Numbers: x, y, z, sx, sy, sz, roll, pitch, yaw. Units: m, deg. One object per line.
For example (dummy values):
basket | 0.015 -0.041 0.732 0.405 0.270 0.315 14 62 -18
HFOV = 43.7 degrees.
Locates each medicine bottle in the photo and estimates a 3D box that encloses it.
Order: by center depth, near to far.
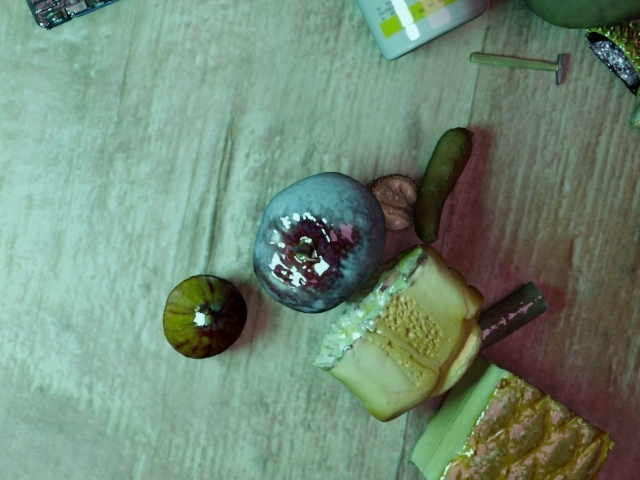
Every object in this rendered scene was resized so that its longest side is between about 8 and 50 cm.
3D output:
medicine bottle | 0.138 -0.520 1.441 0.208 0.208 0.340 -28 98 -7

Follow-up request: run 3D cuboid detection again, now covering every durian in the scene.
durian | 0.124 -0.078 1.535 0.140 0.071 0.110 12 93 -27
durian | 0.626 -0.387 1.581 0.108 0.119 0.187 -45 98 -1

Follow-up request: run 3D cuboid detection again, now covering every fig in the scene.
fig | -0.198 0.134 1.450 0.148 0.202 0.149 51 49 -22

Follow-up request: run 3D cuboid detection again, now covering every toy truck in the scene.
toy truck | -0.412 -0.441 1.409 0.201 0.088 0.074 -25 100 -4

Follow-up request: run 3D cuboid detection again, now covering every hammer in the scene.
hammer | 0.393 -0.351 1.596 0.198 0.013 0.062 4 93 -10

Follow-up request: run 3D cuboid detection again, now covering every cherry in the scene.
cherry | 0.000 0.000 1.408 0.218 0.296 0.255 29 107 2

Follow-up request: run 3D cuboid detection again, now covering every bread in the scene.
bread | 0.155 0.170 1.498 0.270 0.211 0.316 38 91 -20
bread | 0.365 0.406 1.543 0.279 0.207 0.279 30 87 -10

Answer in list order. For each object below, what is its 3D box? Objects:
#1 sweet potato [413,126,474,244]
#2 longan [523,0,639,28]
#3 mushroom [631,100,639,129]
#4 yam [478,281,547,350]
sweet potato | 0.224 -0.107 1.513 0.075 0.075 0.273 31 62 -11
longan | 0.535 -0.560 1.447 0.404 0.404 0.336 -18 54 -8
mushroom | 0.699 -0.315 1.630 0.054 0.059 0.202 27 87 -14
yam | 0.371 0.155 1.598 0.169 0.068 0.068 -33 98 -6
